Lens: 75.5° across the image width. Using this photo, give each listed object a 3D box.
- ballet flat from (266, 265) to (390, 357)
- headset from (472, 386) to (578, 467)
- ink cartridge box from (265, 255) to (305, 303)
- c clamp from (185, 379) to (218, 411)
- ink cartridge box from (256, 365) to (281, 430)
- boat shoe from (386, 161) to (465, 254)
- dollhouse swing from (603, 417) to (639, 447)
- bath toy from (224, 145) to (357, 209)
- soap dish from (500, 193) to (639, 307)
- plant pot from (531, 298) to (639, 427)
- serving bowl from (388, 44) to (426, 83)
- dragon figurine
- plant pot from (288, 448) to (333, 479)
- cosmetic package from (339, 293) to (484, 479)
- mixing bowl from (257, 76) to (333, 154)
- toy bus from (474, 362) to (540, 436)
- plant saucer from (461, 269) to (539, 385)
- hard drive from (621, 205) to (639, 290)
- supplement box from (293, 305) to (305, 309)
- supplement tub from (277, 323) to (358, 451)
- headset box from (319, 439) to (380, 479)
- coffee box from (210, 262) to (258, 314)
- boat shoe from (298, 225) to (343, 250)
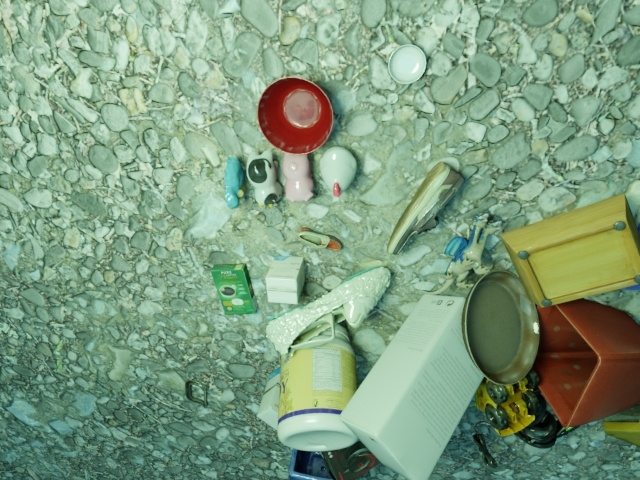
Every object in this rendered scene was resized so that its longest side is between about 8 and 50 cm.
[{"bbox_3d":[0.040,0.222,1.207,0.409,0.147,0.146,-27,113,1],"label":"ballet flat"},{"bbox_3d":[0.692,0.594,1.347,0.395,0.185,0.243,-29,111,11],"label":"headset"},{"bbox_3d":[-0.105,0.121,1.235,0.092,0.143,0.089,3,120,9],"label":"ink cartridge box"},{"bbox_3d":[-0.483,0.622,1.669,0.137,0.022,0.160,9,123,10],"label":"c clamp"},{"bbox_3d":[-0.131,0.568,1.473,0.140,0.190,0.082,43,118,-14],"label":"ink cartridge box"},{"bbox_3d":[0.272,-0.066,1.087,0.093,0.103,0.285,28,115,-1],"label":"boat shoe"},{"bbox_3d":[1.149,0.539,1.309,0.347,0.305,0.314,22,80,-2],"label":"dollhouse swing"},{"bbox_3d":[-0.077,-0.154,1.081,0.349,0.128,0.151,-4,153,13],"label":"bath toy"},{"bbox_3d":[0.648,0.040,1.051,0.291,0.118,0.228,-22,109,28],"label":"soap dish"},{"bbox_3d":[0.761,0.322,1.147,0.236,0.267,0.267,0,120,-3],"label":"plant pot"},{"bbox_3d":[0.197,-0.404,0.944,0.084,0.027,0.083,4,120,7],"label":"serving bowl"},{"bbox_3d":[0.392,0.047,1.136,0.085,0.144,0.289,25,138,-3],"label":"dragon figurine"},{"bbox_3d":[0.015,0.857,1.600,0.236,0.235,0.212,5,128,8],"label":"plant pot"},{"bbox_3d":[0.287,0.390,1.148,0.230,0.453,0.162,52,153,-19],"label":"cosmetic package"},{"bbox_3d":[-0.053,-0.309,1.002,0.182,0.098,0.181,4,120,7],"label":"mixing bowl"},{"bbox_3d":[0.545,0.444,1.279,0.150,0.211,0.220,-17,111,-14],"label":"toy bus"},{"bbox_3d":[0.493,0.237,1.146,0.310,0.310,0.050,46,154,-17],"label":"plant saucer"},{"bbox_3d":[0.904,-0.010,1.041,0.211,0.040,0.318,1,120,10],"label":"hard drive"},{"bbox_3d":[-0.055,0.265,1.369,0.055,0.043,0.083,-17,116,18],"label":"supplement box"},{"bbox_3d":[-0.005,0.440,1.266,0.241,0.331,0.240,-1,138,-1],"label":"supplement tub"},{"bbox_3d":[0.136,0.676,1.448,0.294,0.110,0.217,-24,103,-20],"label":"headset box"},{"bbox_3d":[-0.278,0.160,1.349,0.113,0.040,0.184,-5,119,12],"label":"coffee box"},{"bbox_3d":[0.000,0.000,1.206,0.137,0.043,0.049,23,119,-5],"label":"boat shoe"}]
